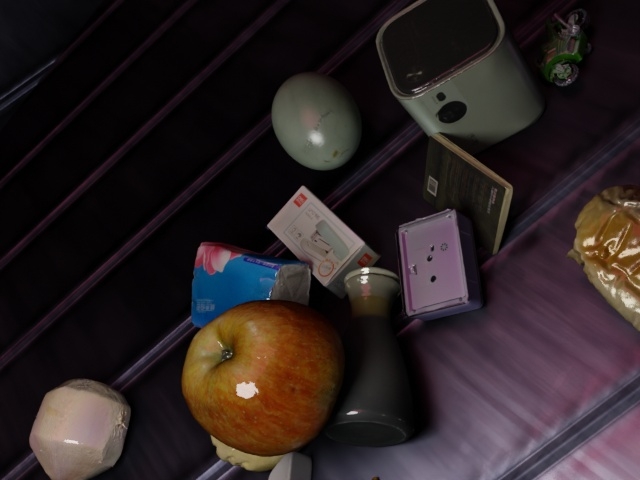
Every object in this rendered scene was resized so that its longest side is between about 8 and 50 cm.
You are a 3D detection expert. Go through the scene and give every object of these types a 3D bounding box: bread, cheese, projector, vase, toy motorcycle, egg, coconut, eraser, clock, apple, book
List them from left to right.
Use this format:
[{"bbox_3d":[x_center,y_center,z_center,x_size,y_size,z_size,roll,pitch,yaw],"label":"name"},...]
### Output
[{"bbox_3d":[-0.554,0.449,1.662,0.224,0.224,0.233,-18,54,26],"label":"coconut"},{"bbox_3d":[-0.111,0.237,1.278,0.309,0.250,0.277,-53,20,33],"label":"apple"},{"bbox_3d":[-0.119,0.358,1.466,0.226,0.117,0.213,-19,61,20],"label":"cheese"},{"bbox_3d":[-0.072,0.571,1.322,0.061,0.089,0.351,-10,60,28],"label":"eraser"},{"bbox_3d":[-0.010,-0.284,1.700,0.203,0.203,0.282,-36,45,13],"label":"egg"},{"bbox_3d":[0.091,0.215,1.371,0.173,0.173,0.321,-16,52,28],"label":"vase"},{"bbox_3d":[0.230,0.048,1.397,0.145,0.073,0.193,-18,64,34],"label":"clock"},{"bbox_3d":[0.292,-0.353,1.498,0.249,0.249,0.248,-28,52,21],"label":"projector"},{"bbox_3d":[0.285,-0.095,1.429,0.024,0.160,0.228,-19,42,-25],"label":"book"},{"bbox_3d":[0.503,-0.398,1.502,0.106,0.074,0.190,-2,63,44],"label":"toy motorcycle"},{"bbox_3d":[0.584,0.054,1.120,0.236,0.183,0.388,-54,52,19],"label":"bread"}]

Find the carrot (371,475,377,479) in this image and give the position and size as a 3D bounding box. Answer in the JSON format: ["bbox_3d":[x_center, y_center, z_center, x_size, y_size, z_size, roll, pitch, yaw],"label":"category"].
[{"bbox_3d":[0.066,0.527,1.285,0.048,0.048,0.216,2,60,36],"label":"carrot"}]

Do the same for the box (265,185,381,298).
[{"bbox_3d":[0.000,0.000,1.611,0.135,0.079,0.269,-47,48,3],"label":"box"}]

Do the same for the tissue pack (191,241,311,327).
[{"bbox_3d":[-0.160,0.126,1.577,0.270,0.137,0.209,13,101,39],"label":"tissue pack"}]
